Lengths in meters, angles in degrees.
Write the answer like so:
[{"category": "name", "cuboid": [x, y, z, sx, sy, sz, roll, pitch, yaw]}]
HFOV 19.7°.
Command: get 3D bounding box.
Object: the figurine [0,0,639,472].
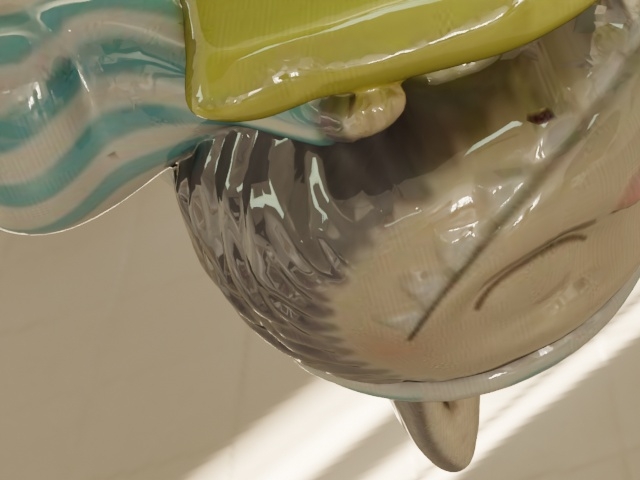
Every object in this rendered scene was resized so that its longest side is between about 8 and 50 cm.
[{"category": "figurine", "cuboid": [0.000, 0.000, 0.880, 0.361, 0.378, 0.266, -6, 36, 15]}]
